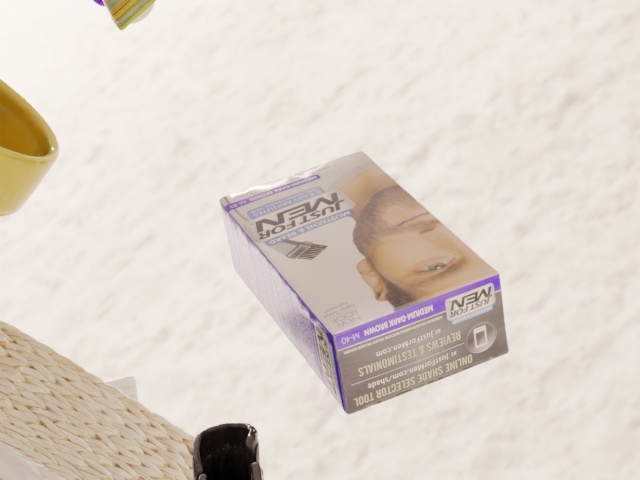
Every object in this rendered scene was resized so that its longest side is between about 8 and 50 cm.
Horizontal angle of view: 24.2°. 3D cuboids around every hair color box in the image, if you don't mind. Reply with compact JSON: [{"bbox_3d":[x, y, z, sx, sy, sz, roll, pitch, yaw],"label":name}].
[{"bbox_3d":[0.037,0.032,1.585,0.185,0.110,0.339,-20,32,-16],"label":"hair color box"}]

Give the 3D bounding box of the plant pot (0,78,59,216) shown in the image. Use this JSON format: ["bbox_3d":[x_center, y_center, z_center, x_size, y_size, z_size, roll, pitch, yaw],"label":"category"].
[{"bbox_3d":[-0.450,-0.072,1.613,0.239,0.254,0.254,-53,22,13],"label":"plant pot"}]

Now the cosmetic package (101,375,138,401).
[{"bbox_3d":[-0.294,0.304,1.993,0.085,0.231,0.117,-10,-2,26],"label":"cosmetic package"}]

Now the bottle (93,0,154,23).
[{"bbox_3d":[-0.371,-0.455,2.392,0.118,0.283,0.092,3,64,36],"label":"bottle"}]

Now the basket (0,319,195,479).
[{"bbox_3d":[-0.350,0.328,1.710,0.328,0.331,0.266,-49,20,23],"label":"basket"}]

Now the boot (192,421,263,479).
[{"bbox_3d":[-0.073,0.338,1.358,0.118,0.223,0.338,-10,34,-13],"label":"boot"}]

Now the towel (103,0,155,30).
[{"bbox_3d":[-0.207,-0.312,1.552,0.102,0.237,0.021,-45,69,-10],"label":"towel"}]
